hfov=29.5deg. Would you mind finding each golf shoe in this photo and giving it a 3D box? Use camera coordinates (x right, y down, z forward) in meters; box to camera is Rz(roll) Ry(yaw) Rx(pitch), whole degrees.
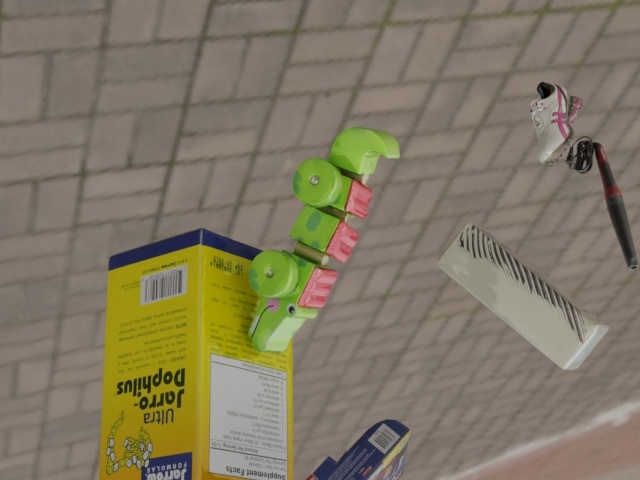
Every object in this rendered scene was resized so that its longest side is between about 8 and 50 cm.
[{"bbox_3d":[0.377,-0.192,2.019,0.086,0.186,0.067,30,133,-6],"label":"golf shoe"}]

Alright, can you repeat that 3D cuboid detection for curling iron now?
[{"bbox_3d":[0.484,-0.063,2.059,0.068,0.274,0.035,-28,145,17],"label":"curling iron"}]

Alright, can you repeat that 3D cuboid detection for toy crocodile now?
[{"bbox_3d":[0.000,0.000,1.641,0.115,0.105,0.341,22,94,-62],"label":"toy crocodile"}]

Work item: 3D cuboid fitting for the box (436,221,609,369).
[{"bbox_3d":[0.328,0.090,1.983,0.094,0.275,0.113,-54,160,9],"label":"box"}]

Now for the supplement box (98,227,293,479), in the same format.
[{"bbox_3d":[-0.172,0.191,1.710,0.195,0.357,0.194,-16,156,36],"label":"supplement box"}]

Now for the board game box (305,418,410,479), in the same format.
[{"bbox_3d":[0.027,0.329,1.544,0.194,0.060,0.194,-44,159,-25],"label":"board game box"}]
